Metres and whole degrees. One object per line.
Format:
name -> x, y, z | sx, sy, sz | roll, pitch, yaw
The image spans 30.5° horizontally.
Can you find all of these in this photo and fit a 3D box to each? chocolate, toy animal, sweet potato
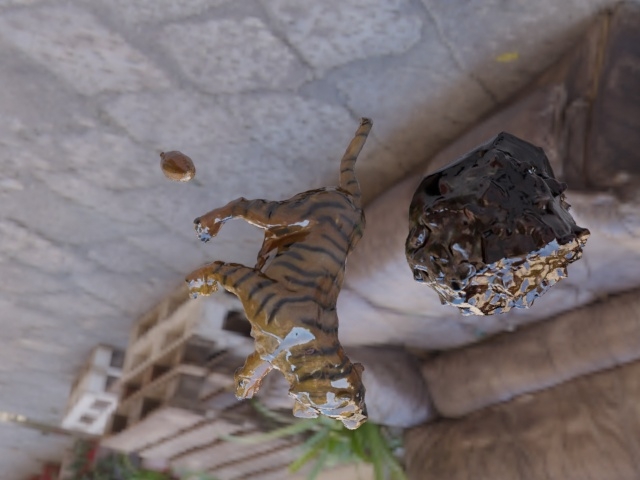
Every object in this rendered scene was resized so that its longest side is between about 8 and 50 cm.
chocolate -> 0.235, 0.008, 1.376 | 0.177, 0.224, 0.206 | 33, 149, 62
toy animal -> -0.005, -0.004, 0.815 | 0.116, 0.255, 0.114 | -6, 142, 35
sweet potato -> -0.156, -0.079, 1.287 | 0.034, 0.034, 0.095 | 19, -171, -27
